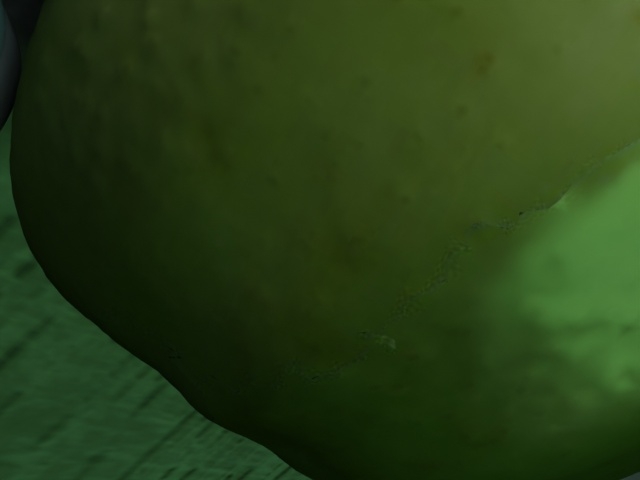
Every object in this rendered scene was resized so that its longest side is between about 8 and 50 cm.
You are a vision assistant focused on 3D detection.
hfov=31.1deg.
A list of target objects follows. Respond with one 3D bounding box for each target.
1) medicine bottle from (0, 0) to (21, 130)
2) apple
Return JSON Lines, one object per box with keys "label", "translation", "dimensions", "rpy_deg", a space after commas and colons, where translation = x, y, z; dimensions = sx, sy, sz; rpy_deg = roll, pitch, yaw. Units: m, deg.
{"label": "medicine bottle", "translation": [-0.175, -0.141, 0.287], "dimensions": [0.110, 0.110, 0.352], "rpy_deg": [-33, 154, -14]}
{"label": "apple", "translation": [0.063, -0.065, 0.468], "dimensions": [0.357, 0.357, 0.357], "rpy_deg": [-31, 153, -18]}
